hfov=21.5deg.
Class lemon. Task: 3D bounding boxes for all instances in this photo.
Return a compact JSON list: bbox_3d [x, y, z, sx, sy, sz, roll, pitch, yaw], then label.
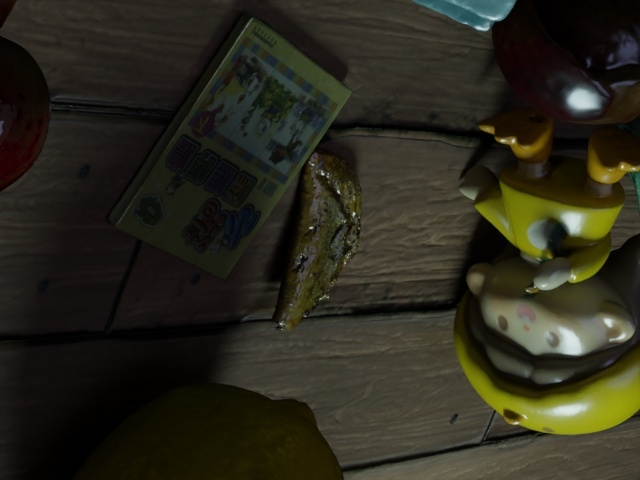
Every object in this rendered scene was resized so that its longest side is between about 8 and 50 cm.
[{"bbox_3d":[-0.097,0.241,1.364,0.288,0.233,0.233,-51,147,-20],"label":"lemon"}]

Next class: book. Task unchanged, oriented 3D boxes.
[{"bbox_3d":[-0.067,-0.070,1.328,0.192,0.013,0.168,-56,148,2],"label":"book"}]

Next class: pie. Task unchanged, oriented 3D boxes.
[{"bbox_3d":[0.000,0.000,1.456,0.092,0.034,0.169,-4,115,-49],"label":"pie"}]

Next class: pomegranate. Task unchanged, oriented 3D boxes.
[{"bbox_3d":[-0.216,-0.093,1.021,0.159,0.129,0.129,-50,148,-24],"label":"pomegranate"}]

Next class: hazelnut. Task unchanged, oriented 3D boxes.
[{"bbox_3d":[0.242,-0.183,1.476,0.202,0.170,0.160,-21,133,-56],"label":"hazelnut"}]

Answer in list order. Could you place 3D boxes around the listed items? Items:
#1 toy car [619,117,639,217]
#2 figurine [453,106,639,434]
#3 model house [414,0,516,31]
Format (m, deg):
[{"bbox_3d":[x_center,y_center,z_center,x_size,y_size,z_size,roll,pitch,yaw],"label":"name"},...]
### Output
[{"bbox_3d":[0.381,-0.110,1.785,0.141,0.097,0.320,-44,146,-16],"label":"toy car"},{"bbox_3d":[0.234,0.037,1.622,0.187,0.215,0.343,-35,140,-35],"label":"figurine"},{"bbox_3d":[0.061,-0.320,1.145,0.230,0.249,0.280,-75,-171,-57],"label":"model house"}]
